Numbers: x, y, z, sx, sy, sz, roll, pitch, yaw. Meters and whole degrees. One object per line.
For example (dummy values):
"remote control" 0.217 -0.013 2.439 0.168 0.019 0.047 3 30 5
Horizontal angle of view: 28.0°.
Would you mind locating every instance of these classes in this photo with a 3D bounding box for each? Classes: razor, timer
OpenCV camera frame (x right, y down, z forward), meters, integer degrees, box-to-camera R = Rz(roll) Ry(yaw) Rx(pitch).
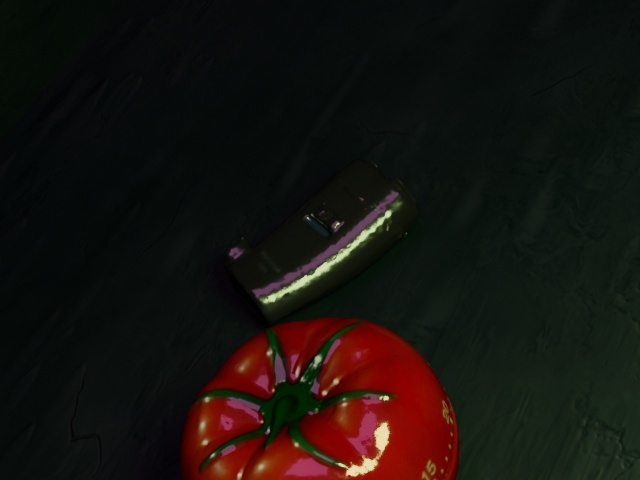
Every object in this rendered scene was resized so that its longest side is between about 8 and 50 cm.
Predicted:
"razor" 0.000 0.004 2.147 0.327 0.107 0.189 -37 44 -9
"timer" 0.001 0.287 1.744 0.378 0.279 0.378 -16 42 15
